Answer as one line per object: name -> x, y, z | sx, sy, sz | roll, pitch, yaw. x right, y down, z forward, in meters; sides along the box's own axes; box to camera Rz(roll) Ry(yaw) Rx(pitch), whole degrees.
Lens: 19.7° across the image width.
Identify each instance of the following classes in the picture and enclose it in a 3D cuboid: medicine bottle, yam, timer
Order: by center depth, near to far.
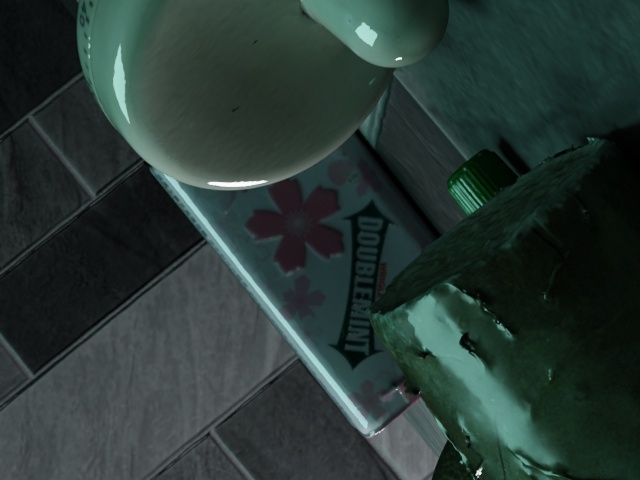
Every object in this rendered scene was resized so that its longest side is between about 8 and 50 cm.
yam -> 0.189, 0.122, 1.148 | 0.348, 0.241, 0.241 | 57, 172, -9
timer -> -0.042, -0.140, 1.266 | 0.240, 0.233, 0.233 | 47, 172, 46
medicine bottle -> 0.191, 0.042, 1.375 | 0.260, 0.064, 0.095 | 50, 171, 9

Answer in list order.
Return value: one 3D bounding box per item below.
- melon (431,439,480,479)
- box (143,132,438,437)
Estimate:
melon -> 0.205, 0.224, 1.513 | 0.237, 0.237, 0.302 | 51, 177, 4
box -> 0.000, 0.000, 1.872 | 0.370, 0.190, 0.112 | 53, 172, -5
